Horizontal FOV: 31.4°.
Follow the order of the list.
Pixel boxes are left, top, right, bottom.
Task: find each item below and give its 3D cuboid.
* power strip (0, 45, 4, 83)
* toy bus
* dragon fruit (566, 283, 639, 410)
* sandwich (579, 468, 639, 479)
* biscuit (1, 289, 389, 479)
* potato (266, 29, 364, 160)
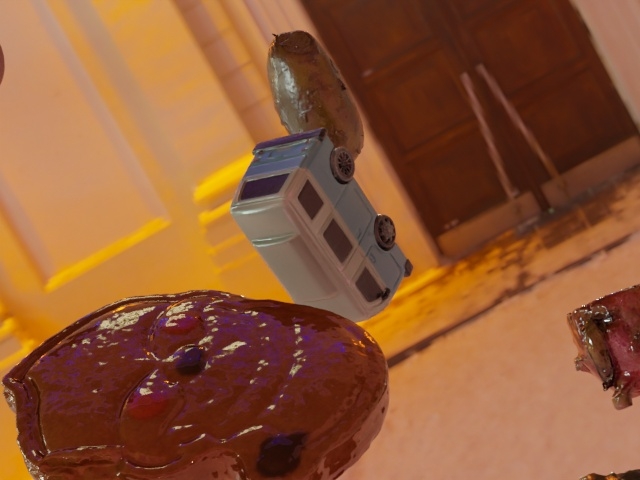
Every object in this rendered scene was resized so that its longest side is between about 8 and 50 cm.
[{"bbox_3d":[-0.563,-0.268,1.725,0.154,0.154,0.078,-33,26,-32],"label":"power strip"},{"bbox_3d":[0.000,0.000,1.563,0.133,0.271,0.165,-9,39,37],"label":"toy bus"},{"bbox_3d":[0.438,0.124,1.475,0.211,0.147,0.282,-12,-10,-35],"label":"dragon fruit"},{"bbox_3d":[0.386,0.337,1.160,0.262,0.131,0.325,3,19,14],"label":"sandwich"},{"bbox_3d":[-0.147,0.166,1.304,0.455,0.078,0.350,0,28,12],"label":"biscuit"},{"bbox_3d":[-0.015,-0.229,1.862,0.113,0.251,0.149,-36,15,-25],"label":"potato"}]
